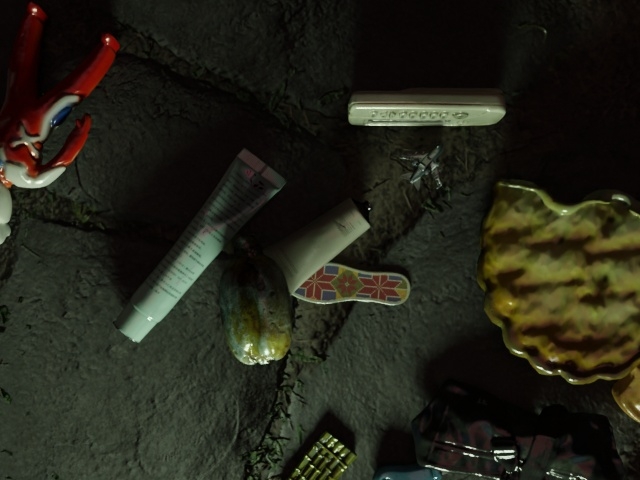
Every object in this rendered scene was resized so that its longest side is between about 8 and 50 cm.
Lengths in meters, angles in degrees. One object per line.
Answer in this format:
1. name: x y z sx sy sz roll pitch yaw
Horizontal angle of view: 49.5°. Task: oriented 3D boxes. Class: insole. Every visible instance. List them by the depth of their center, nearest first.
1. insole: 0.042 0.068 1.066 0.194 0.006 0.065 5 87 1

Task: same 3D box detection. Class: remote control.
1. remote control: 0.157 -0.202 1.039 0.231 0.090 0.049 0 86 -1

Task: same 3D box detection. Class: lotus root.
1. lotus root: -0.097 0.087 1.022 0.113 0.088 0.191 -10 85 29

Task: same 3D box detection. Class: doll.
1. doll: -0.452 -0.164 1.047 0.189 0.099 0.383 20 84 2

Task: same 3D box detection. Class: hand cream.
1. hand cream: -0.187 0.010 1.046 0.085 0.058 0.331 38 88 4
2. hand cream: 0.000 0.000 1.051 0.186 0.054 0.087 -35 74 4

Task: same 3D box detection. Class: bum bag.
1. bum bag: 0.287 0.294 1.012 0.310 0.074 0.136 13 73 4

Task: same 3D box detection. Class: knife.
1. knife: 0.194 0.329 1.041 0.244 0.032 0.058 -18 76 -5

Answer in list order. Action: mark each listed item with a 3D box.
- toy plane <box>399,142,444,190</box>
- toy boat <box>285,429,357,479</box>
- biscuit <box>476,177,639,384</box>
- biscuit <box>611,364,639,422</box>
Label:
1. toy plane: 0.163 -0.118 1.064 0.079 0.031 0.083 40 90 16
2. toy boat: -0.003 0.348 1.045 0.063 0.016 0.115 38 87 2
3. biscuit: 0.379 0.025 1.003 0.329 0.078 0.335 -37 71 6
4. biscuit: 0.562 0.133 1.033 0.352 0.057 0.311 -9 86 0
